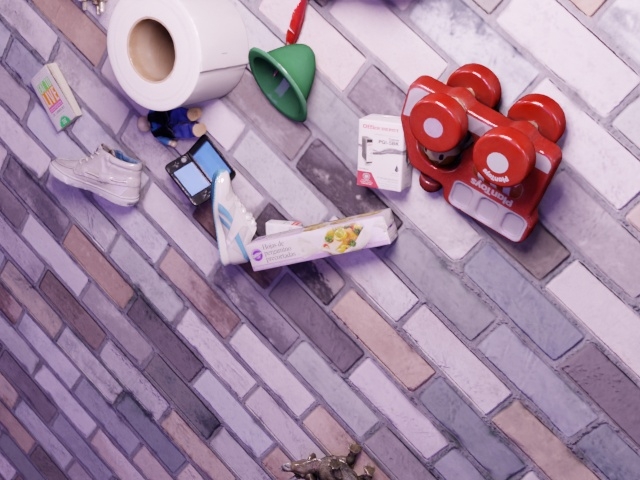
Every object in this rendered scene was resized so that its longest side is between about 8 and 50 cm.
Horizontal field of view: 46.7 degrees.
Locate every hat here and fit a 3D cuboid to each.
[{"bbox_3d":[-0.025,-0.369,1.486,0.173,0.183,0.208,43,165,18],"label":"hat"}]

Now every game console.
[{"bbox_3d":[-0.273,-0.158,1.679,0.122,0.107,0.071,52,152,5],"label":"game console"}]

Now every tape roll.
[{"bbox_3d":[-0.297,-0.403,1.543,0.246,0.169,0.246,11,112,28],"label":"tape roll"}]

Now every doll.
[{"bbox_3d":[-0.348,-0.273,1.693,0.189,0.046,0.129,2,118,36],"label":"doll"}]

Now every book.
[{"bbox_3d":[-0.663,-0.357,1.859,0.096,0.035,0.144,-25,95,38],"label":"book"}]

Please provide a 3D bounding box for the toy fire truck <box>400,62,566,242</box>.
[{"bbox_3d":[0.271,-0.151,1.322,0.302,0.169,0.253,32,139,18],"label":"toy fire truck"}]

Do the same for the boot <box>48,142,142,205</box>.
[{"bbox_3d":[-0.550,-0.186,1.827,0.258,0.095,0.123,21,111,13],"label":"boot"}]

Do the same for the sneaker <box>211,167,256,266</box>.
[{"bbox_3d":[-0.194,-0.055,1.655,0.092,0.087,0.228,-9,116,-6],"label":"sneaker"}]

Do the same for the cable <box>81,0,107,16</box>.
[{"bbox_3d":[-0.514,-0.657,1.665,0.139,0.072,0.287,21,106,41],"label":"cable"}]

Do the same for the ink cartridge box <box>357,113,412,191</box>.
[{"bbox_3d":[0.126,-0.172,1.447,0.099,0.056,0.135,11,113,28],"label":"ink cartridge box"}]

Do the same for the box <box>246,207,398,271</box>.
[{"bbox_3d":[0.000,0.000,1.554,0.324,0.067,0.063,-12,102,26],"label":"box"}]

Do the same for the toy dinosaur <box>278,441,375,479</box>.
[{"bbox_3d":[0.064,0.579,1.740,0.314,0.121,0.160,36,134,9],"label":"toy dinosaur"}]

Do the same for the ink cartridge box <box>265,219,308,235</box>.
[{"bbox_3d":[-0.063,-0.009,1.632,0.115,0.029,0.062,5,110,22],"label":"ink cartridge box"}]
